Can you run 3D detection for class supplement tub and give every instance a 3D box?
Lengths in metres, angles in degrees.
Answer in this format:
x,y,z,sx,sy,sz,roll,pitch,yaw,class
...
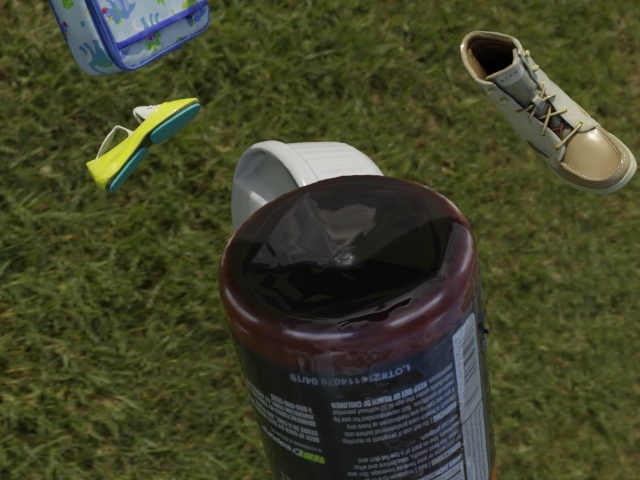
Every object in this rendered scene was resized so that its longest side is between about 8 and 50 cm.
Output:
x,y,z,sx,sy,sz,roll,pitch,yaw,class
0.024,0.076,0.451,0.106,0.106,0.198,-46,140,-36,supplement tub

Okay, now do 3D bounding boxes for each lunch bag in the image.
x,y,z,sx,sy,sz,roll,pitch,yaw,class
-0.240,-0.313,1.299,0.219,0.090,0.176,-42,121,-50,lunch bag

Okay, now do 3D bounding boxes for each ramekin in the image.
x,y,z,sx,sy,sz,roll,pitch,yaw,class
0.000,0.000,1.261,0.127,0.273,0.273,-15,91,-25,ramekin

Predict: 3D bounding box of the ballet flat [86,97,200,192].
x,y,z,sx,sy,sz,roll,pitch,yaw,class
-0.315,-0.185,1.765,0.077,0.077,0.231,44,85,8,ballet flat

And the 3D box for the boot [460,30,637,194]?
x,y,z,sx,sy,sz,roll,pitch,yaw,class
0.253,-0.147,1.150,0.077,0.213,0.165,-45,135,6,boot
